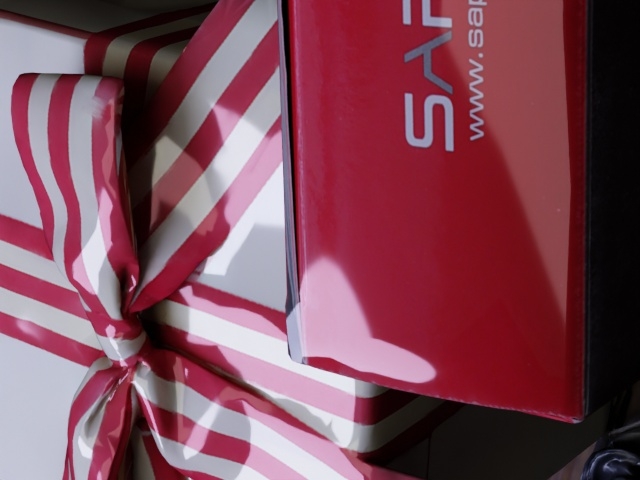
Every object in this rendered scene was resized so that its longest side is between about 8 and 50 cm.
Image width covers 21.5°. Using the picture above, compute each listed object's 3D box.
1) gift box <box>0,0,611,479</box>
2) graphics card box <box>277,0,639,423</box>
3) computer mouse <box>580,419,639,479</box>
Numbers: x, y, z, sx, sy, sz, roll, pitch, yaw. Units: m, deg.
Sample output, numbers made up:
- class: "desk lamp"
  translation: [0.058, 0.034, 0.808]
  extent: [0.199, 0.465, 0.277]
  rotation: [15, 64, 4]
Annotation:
- class: "gift box"
  translation: [0.000, 0.000, 0.727]
  extent: [0.276, 0.258, 0.255]
  rotation: [12, 113, 35]
- class: "graphics card box"
  translation: [0.131, -0.117, 0.510]
  extent: [0.094, 0.371, 0.233]
  rotation: [10, 111, 35]
- class: "computer mouse"
  translation: [0.249, 0.146, 0.716]
  extent: [0.272, 0.072, 0.188]
  rotation: [-21, 94, 53]
